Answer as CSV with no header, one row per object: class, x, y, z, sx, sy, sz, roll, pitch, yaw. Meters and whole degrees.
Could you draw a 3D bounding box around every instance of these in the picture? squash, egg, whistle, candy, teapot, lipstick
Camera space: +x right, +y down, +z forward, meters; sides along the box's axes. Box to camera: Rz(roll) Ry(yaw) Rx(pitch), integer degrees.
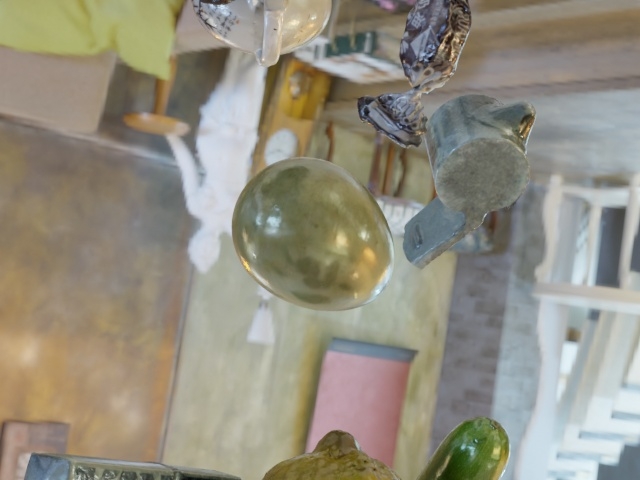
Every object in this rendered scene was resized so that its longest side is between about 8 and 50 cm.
squash,0.162,0.378,1.357,0.101,0.101,0.379,10,131,-17
egg,0.000,0.000,1.482,0.295,0.218,0.218,36,160,-33
whistle,0.298,-0.116,1.982,0.188,0.405,0.168,6,-141,-8
candy,0.103,-0.190,0.862,0.051,0.226,0.094,27,176,-42
teapot,-0.081,-0.358,1.426,0.208,0.166,0.300,8,-143,-20
lipstick,-0.206,0.288,1.096,0.076,0.077,0.289,0,165,36

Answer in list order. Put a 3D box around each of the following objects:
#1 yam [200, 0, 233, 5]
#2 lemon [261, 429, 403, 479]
yam,-0.119,-0.340,1.219,0.079,0.079,0.141,8,-156,5
lemon,0.013,0.392,1.188,0.245,0.320,0.245,3,163,1
